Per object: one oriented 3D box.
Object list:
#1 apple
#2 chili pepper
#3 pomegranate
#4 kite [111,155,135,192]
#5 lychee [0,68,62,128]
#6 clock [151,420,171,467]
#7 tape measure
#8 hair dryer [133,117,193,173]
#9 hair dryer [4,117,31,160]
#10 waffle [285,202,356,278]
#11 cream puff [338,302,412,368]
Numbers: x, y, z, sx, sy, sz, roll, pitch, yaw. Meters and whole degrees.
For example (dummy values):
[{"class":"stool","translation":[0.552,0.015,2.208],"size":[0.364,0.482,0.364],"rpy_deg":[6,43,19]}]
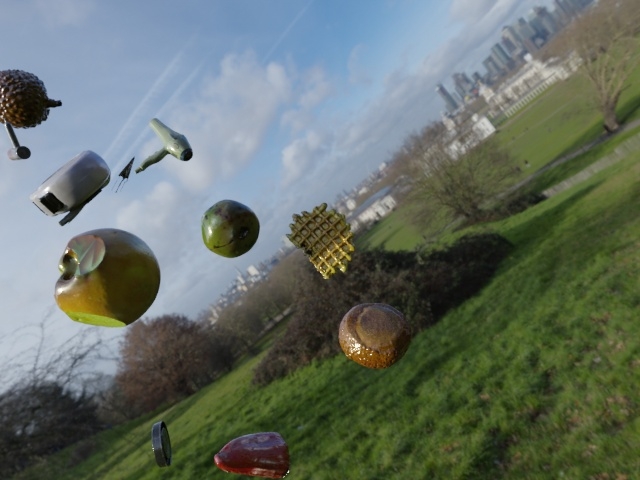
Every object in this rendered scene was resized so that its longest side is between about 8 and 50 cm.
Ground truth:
[{"class":"apple","translation":[-0.776,0.138,1.683],"size":[0.383,0.375,0.374],"rpy_deg":[-27,1,-1]},{"class":"chili pepper","translation":[-0.228,0.686,1.525],"size":[0.136,0.252,0.144],"rpy_deg":[-31,49,44]},{"class":"pomegranate","translation":[-0.280,-0.035,1.446],"size":[0.179,0.179,0.210],"rpy_deg":[-39,11,-12]},{"class":"kite","translation":[-0.745,-0.253,1.807],"size":[0.160,0.010,0.183],"rpy_deg":[-63,12,-2]},{"class":"lychee","translation":[-0.965,-0.450,1.518],"size":[0.238,0.200,0.200],"rpy_deg":[6,-13,-16]},{"class":"clock","translation":[-0.669,0.859,1.989],"size":[0.040,0.185,0.184],"rpy_deg":[-13,-4,-11]},{"class":"tape measure","translation":[-0.607,-0.133,1.166],"size":[0.196,0.105,0.178],"rpy_deg":[-47,28,-19]},{"class":"hair dryer","translation":[-0.817,-0.488,2.364],"size":[0.298,0.296,0.119],"rpy_deg":[-20,-26,-14]},{"class":"hair dryer","translation":[-0.834,-0.274,1.279],"size":[0.063,0.115,0.037],"rpy_deg":[2,24,35]},{"class":"waffle","translation":[0.001,0.000,1.901],"size":[0.282,0.310,0.065],"rpy_deg":[1,-12,1]},{"class":"cream puff","translation":[0.223,0.403,1.965],"size":[0.303,0.303,0.212],"rpy_deg":[-40,-34,-32]}]
